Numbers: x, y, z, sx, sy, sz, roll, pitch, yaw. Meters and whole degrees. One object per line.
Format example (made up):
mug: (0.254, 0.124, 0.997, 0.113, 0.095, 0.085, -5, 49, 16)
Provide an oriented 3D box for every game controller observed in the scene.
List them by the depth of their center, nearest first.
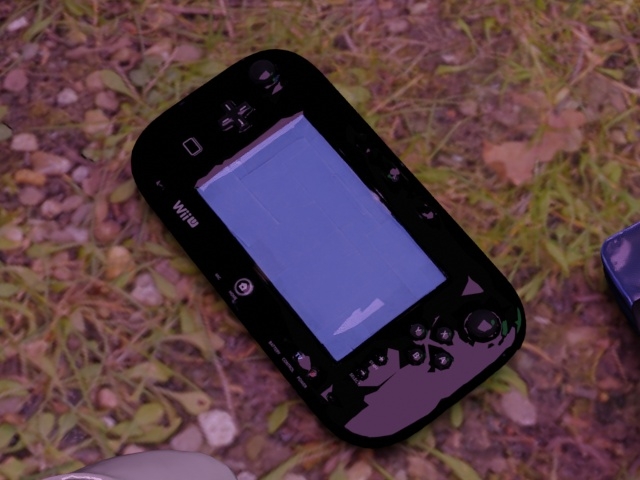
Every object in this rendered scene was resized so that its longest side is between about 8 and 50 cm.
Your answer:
game controller: (0.000, 0.000, 1.082, 0.166, 0.067, 0.319, -33, 66, -18)

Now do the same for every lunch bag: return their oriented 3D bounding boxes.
lunch bag: (0.245, 0.030, 1.071, 0.067, 0.065, 0.098, -26, 64, 3)

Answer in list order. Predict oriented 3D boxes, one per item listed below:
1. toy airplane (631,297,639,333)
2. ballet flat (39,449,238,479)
toy airplane: (0.298, 0.182, 0.834, 0.384, 0.386, 0.272, -35, 105, -29)
ballet flat: (-0.228, 0.228, 0.914, 0.400, 0.139, 0.139, -21, 63, -13)
